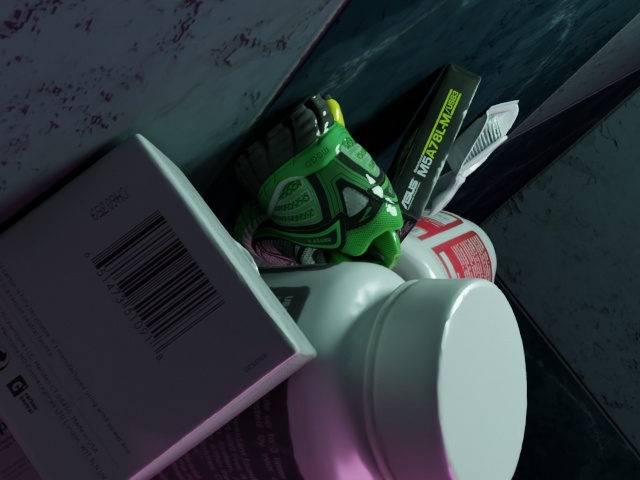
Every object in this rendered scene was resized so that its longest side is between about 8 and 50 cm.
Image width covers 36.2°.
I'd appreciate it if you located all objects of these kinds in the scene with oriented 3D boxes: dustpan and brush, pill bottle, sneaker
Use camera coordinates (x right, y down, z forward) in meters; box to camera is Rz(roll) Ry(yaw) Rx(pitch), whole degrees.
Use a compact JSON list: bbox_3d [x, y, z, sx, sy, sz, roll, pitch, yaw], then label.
[{"bbox_3d":[0.225,-0.120,1.505,0.211,0.060,0.147,-42,170,29],"label":"dustpan and brush"},{"bbox_3d":[-0.027,0.122,0.828,0.361,0.204,0.204,-4,-169,33],"label":"pill bottle"},{"bbox_3d":[0.000,-0.008,0.940,0.134,0.146,0.343,-36,172,-6],"label":"sneaker"},{"bbox_3d":[0.167,0.069,1.700,0.229,0.229,0.408,-42,170,25],"label":"pill bottle"}]

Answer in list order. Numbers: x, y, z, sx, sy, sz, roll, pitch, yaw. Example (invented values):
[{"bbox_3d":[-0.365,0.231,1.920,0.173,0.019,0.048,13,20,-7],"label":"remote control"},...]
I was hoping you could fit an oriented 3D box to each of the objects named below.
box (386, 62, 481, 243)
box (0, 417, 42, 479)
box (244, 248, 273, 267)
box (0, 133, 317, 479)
[{"bbox_3d":[0.098,-0.072,1.069,0.184,0.045,0.190,-62,-179,-21],"label":"box"},{"bbox_3d":[-0.301,0.227,0.992,0.072,0.137,0.126,-35,171,-9],"label":"box"},{"bbox_3d":[-0.042,0.081,1.145,0.091,0.170,0.130,-34,171,-26],"label":"box"},{"bbox_3d":[-0.129,0.058,0.662,0.182,0.181,0.119,-37,170,0],"label":"box"}]
